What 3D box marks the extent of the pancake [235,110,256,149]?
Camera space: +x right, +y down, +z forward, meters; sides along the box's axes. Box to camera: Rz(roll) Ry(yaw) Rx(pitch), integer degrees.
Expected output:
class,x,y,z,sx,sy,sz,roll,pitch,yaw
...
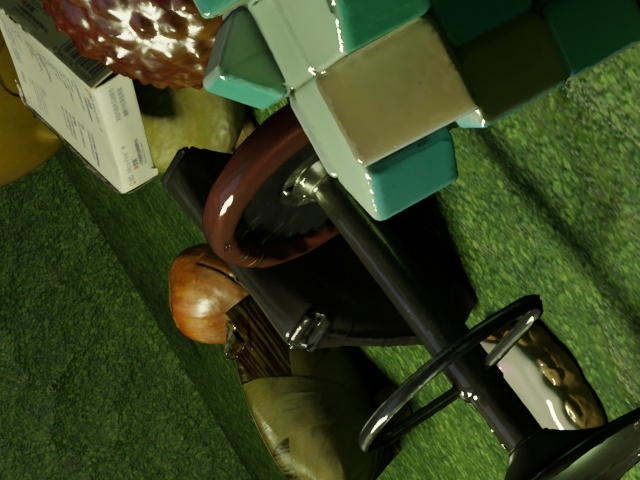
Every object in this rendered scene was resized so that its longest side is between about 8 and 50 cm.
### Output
class,x,y,z,sx,sy,sz,roll,pitch,yaw
pancake,-0.095,-0.110,1.831,0.199,0.021,0.199,54,165,22

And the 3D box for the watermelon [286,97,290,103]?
class,x,y,z,sx,sy,sz,roll,pitch,yaw
watermelon,0.006,-0.134,1.405,0.061,0.085,0.085,-36,84,36

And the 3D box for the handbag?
class,x,y,z,sx,sy,sz,roll,pitch,yaw
handbag,0.000,0.000,1.387,0.247,0.223,0.080,49,120,34

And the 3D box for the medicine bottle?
class,x,y,z,sx,sy,sz,roll,pitch,yaw
medicine bottle,-0.246,-0.152,1.511,0.171,0.052,0.201,41,160,22

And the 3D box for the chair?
class,x,y,z,sx,sy,sz,roll,pitch,yaw
chair,0.065,0.034,1.153,0.401,0.226,0.226,54,165,22

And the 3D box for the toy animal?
class,x,y,z,sx,sy,sz,roll,pitch,yaw
toy animal,-0.176,-0.214,1.595,0.180,0.181,0.363,42,161,26

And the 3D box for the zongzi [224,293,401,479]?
class,x,y,z,sx,sy,sz,roll,pitch,yaw
zongzi,-0.020,0.182,1.849,0.289,0.154,0.317,57,175,6

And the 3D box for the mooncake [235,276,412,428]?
class,x,y,z,sx,sy,sz,roll,pitch,yaw
mooncake,0.020,0.120,1.732,0.347,0.057,0.150,44,169,-27

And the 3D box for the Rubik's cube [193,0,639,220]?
class,x,y,z,sx,sy,sz,roll,pitch,yaw
Rubik's cube,0.034,-0.159,0.882,0.265,0.213,0.224,64,167,-10

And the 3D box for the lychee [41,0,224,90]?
class,x,y,z,sx,sy,sz,roll,pitch,yaw
lychee,-0.083,-0.231,1.082,0.261,0.260,0.261,53,165,21

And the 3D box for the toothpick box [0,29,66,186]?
class,x,y,z,sx,sy,sz,roll,pitch,yaw
toothpick box,-0.541,-0.273,2.266,0.425,0.409,0.409,-2,122,43

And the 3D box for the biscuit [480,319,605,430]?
class,x,y,z,sx,sy,sz,roll,pitch,yaw
biscuit,0.188,0.153,1.349,0.181,0.049,0.208,62,164,-7

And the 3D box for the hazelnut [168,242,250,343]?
class,x,y,z,sx,sy,sz,roll,pitch,yaw
hazelnut,-0.145,0.077,2.209,0.150,0.150,0.150,53,165,21
